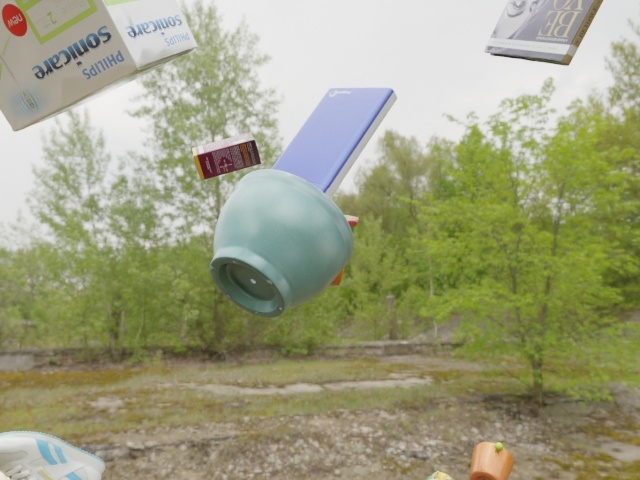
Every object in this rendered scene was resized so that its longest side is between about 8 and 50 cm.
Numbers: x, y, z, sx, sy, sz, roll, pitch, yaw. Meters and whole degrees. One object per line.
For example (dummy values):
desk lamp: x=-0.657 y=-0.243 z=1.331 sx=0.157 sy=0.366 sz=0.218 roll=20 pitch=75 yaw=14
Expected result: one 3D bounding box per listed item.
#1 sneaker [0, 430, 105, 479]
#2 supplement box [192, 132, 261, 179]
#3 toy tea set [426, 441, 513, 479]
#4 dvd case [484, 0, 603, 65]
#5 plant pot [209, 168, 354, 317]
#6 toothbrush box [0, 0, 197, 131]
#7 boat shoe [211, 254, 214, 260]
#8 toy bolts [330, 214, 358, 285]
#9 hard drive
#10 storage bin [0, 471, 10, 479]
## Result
sneaker: x=-0.477 y=0.397 z=0.878 sx=0.087 sy=0.092 sz=0.228 roll=-30 pitch=-52 yaw=24
supplement box: x=-0.285 y=-0.256 z=1.556 sx=0.188 sy=0.081 sz=0.104 roll=-17 pitch=27 yaw=-9
toy tea set: x=0.386 y=0.622 z=1.292 sx=0.336 sy=0.200 sz=0.124 roll=-38 pitch=1 yaw=39
dvd case: x=0.323 y=-0.350 z=0.686 sx=0.018 sy=0.222 sz=0.164 roll=16 pitch=17 yaw=-27
plant pot: x=-0.102 y=0.031 z=1.053 sx=0.292 sy=0.196 sz=0.293 roll=19 pitch=-39 yaw=17
toothbrush box: x=-0.294 y=-0.288 z=0.528 sx=0.206 sy=0.284 sz=0.122 roll=-12 pitch=25 yaw=27
boat shoe: x=-0.196 y=0.027 z=1.460 sx=0.223 sy=0.074 sz=0.080 roll=-26 pitch=1 yaw=-2
toy bolts: x=0.000 y=0.000 z=1.345 sx=0.158 sy=0.219 sz=0.228 roll=15 pitch=-4 yaw=2
hard drive: x=0.017 y=-0.232 z=1.208 sx=0.210 sy=0.319 sz=0.040 roll=16 pitch=-24 yaw=44
storage bin: x=-0.800 y=0.703 z=1.163 sx=0.123 sy=0.263 sz=0.260 roll=21 pitch=3 yaw=-46
